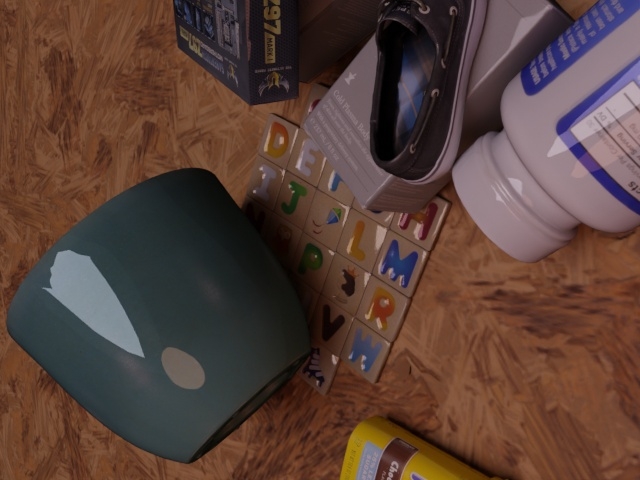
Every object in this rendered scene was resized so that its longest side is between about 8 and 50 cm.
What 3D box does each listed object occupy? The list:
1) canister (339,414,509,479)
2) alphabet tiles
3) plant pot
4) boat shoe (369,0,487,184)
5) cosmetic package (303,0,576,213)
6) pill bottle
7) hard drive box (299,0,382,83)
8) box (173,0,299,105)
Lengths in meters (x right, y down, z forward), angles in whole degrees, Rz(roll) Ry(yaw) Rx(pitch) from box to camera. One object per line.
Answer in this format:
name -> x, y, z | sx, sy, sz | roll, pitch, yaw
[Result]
canister -> 0.103, 0.271, 0.664 | 0.170, 0.073, 0.126 | 20, 105, 40
alphabet tiles -> 0.000, 0.000, 0.778 | 0.285, 0.011, 0.342 | 33, 114, 35
plant pot -> -0.153, 0.103, 0.735 | 0.235, 0.293, 0.293 | 47, 122, 12
boat shoe -> 0.075, -0.161, 0.519 | 0.080, 0.076, 0.228 | 12, 96, 40
cosmetic package -> 0.110, -0.147, 0.604 | 0.238, 0.107, 0.127 | -51, 59, 30
pill bottle -> 0.233, -0.101, 0.473 | 0.272, 0.152, 0.152 | -42, 66, 35
hard drive box -> 0.007, -0.313, 0.701 | 0.232, 0.089, 0.181 | -28, 74, 38
box -> -0.095, -0.261, 0.661 | 0.232, 0.059, 0.183 | 45, 142, 49
